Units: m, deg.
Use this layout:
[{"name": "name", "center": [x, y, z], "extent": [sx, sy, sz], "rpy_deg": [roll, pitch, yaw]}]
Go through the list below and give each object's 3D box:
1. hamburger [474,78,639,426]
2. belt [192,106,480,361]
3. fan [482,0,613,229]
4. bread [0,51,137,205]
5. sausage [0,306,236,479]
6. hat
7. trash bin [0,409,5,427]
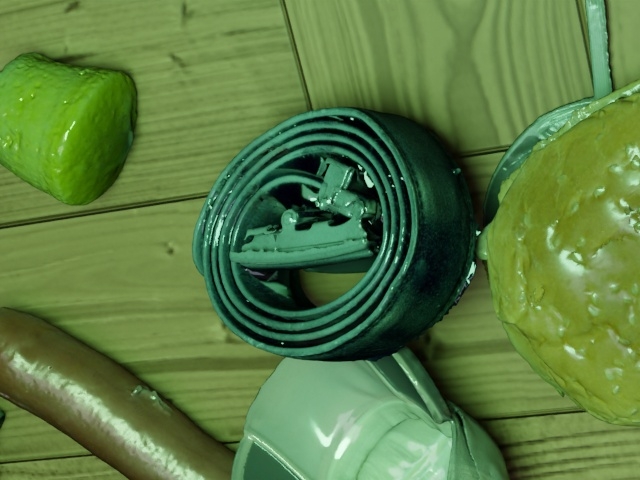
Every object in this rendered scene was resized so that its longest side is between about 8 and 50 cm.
[{"name": "hamburger", "center": [0.269, 0.011, 1.238], "extent": [0.259, 0.144, 0.283], "rpy_deg": [41, 123, -6]}, {"name": "belt", "center": [0.000, 0.000, 1.310], "extent": [0.267, 0.116, 0.206], "rpy_deg": [-22, 71, 38]}, {"name": "fan", "center": [0.264, -0.054, 1.295], "extent": [0.223, 0.012, 0.294], "rpy_deg": [25, 118, 8]}, {"name": "bread", "center": [-0.233, -0.100, 1.397], "extent": [0.114, 0.111, 0.129], "rpy_deg": [21, 112, 18]}, {"name": "sausage", "center": [-0.158, 0.199, 1.499], "extent": [0.419, 0.094, 0.094], "rpy_deg": [35, 88, 3]}, {"name": "hat", "center": [0.050, 0.200, 1.402], "extent": [0.232, 0.161, 0.275], "rpy_deg": [-49, 67, 15]}, {"name": "trash bin", "center": [-0.513, 0.166, 1.537], "extent": [0.343, 0.223, 0.158], "rpy_deg": [33, 118, 0]}]
